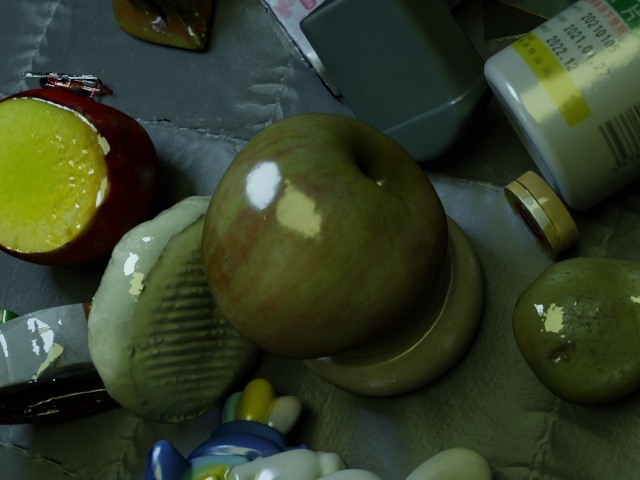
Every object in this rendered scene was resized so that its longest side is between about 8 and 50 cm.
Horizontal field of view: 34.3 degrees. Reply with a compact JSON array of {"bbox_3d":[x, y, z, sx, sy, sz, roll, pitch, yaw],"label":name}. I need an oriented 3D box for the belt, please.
[{"bbox_3d":[-0.339,0.161,1.341,0.261,0.184,0.105,-10,63,4],"label":"belt"}]

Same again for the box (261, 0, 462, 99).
[{"bbox_3d":[0.100,-0.375,1.430,0.369,0.112,0.190,-37,55,5],"label":"box"}]

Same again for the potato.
[{"bbox_3d":[0.305,0.085,1.094,0.194,0.157,0.157,-22,59,13],"label":"potato"}]

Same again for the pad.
[{"bbox_3d":[0.297,-0.382,1.406,0.163,0.004,0.243,-8,63,22],"label":"pad"}]

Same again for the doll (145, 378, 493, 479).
[{"bbox_3d":[-0.050,0.314,1.125,0.365,0.376,0.187,22,121,42],"label":"doll"}]

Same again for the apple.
[{"bbox_3d":[0.000,0.000,1.115,0.234,0.257,0.257,-53,51,29],"label":"apple"}]

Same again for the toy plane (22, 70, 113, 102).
[{"bbox_3d":[-0.393,-0.246,1.639,0.145,0.060,0.037,12,71,13],"label":"toy plane"}]

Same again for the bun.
[{"bbox_3d":[-0.176,0.076,1.243,0.146,0.287,0.287,13,73,28],"label":"bun"}]

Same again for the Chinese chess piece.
[{"bbox_3d":[0.071,0.062,1.247,0.250,0.097,0.251,-11,63,22],"label":"Chinese chess piece"}]

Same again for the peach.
[{"bbox_3d":[-0.341,-0.093,1.433,0.274,0.249,0.245,6,30,34],"label":"peach"}]

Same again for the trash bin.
[{"bbox_3d":[0.102,-0.214,1.281,0.176,0.236,0.101,-19,22,48],"label":"trash bin"}]

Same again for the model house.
[{"bbox_3d":[-0.297,-0.434,1.573,0.268,0.239,0.173,17,76,30],"label":"model house"}]

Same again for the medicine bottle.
[{"bbox_3d":[0.376,-0.202,1.159,0.339,0.208,0.208,-32,57,8],"label":"medicine bottle"}]

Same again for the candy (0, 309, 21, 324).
[{"bbox_3d":[-0.516,0.170,1.497,0.194,0.062,0.097,-14,61,18],"label":"candy"}]

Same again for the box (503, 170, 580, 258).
[{"bbox_3d":[0.255,-0.030,1.197,0.037,0.105,0.105,-35,56,0],"label":"box"}]
